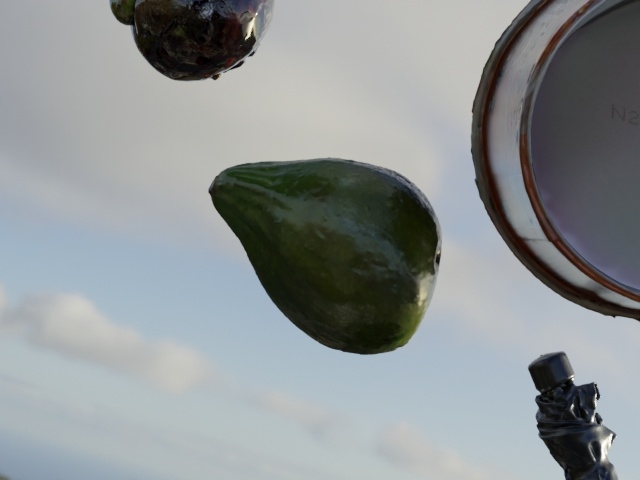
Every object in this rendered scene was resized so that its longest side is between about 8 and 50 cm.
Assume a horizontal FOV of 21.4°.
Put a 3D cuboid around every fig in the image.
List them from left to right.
[{"bbox_3d":[0.000,0.000,1.092,0.156,0.123,0.123,21,-8,-8],"label":"fig"}]

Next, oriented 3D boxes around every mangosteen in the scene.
[{"bbox_3d":[-0.139,-0.261,1.804,0.184,0.172,0.172,49,-10,-1],"label":"mangosteen"}]

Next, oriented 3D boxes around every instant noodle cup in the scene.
[{"bbox_3d":[0.214,-0.061,1.022,0.250,0.250,0.192,16,6,4],"label":"instant noodle cup"}]

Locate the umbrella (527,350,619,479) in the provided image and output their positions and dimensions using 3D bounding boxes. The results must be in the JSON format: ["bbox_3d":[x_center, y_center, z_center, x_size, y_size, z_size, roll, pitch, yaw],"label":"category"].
[{"bbox_3d":[0.230,0.206,1.476,0.071,0.224,0.080,-21,1,38],"label":"umbrella"}]
